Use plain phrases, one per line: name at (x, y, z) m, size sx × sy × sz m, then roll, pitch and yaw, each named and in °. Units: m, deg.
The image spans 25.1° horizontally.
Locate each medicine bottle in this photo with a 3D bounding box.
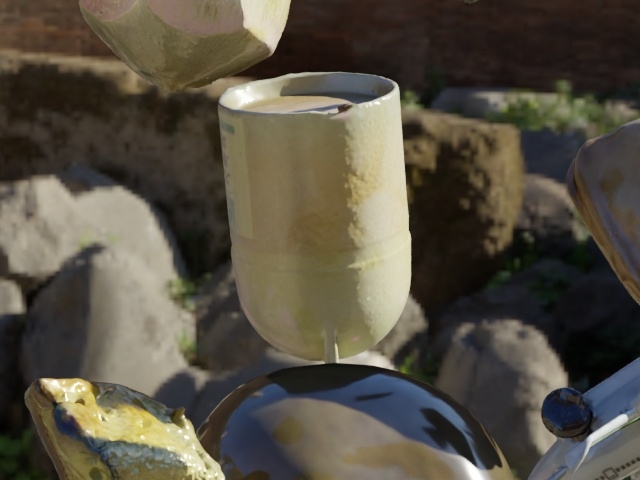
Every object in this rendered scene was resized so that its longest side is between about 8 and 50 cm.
medicine bottle at (0.000, 0.000, 1.879) m, size 0.236 × 0.406 × 0.235 m, roll -4°, pitch 18°, yaw 1°

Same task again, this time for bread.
bread at (-0.170, 0.214, 1.353) m, size 0.133 × 0.251 × 0.174 m, roll -30°, pitch 41°, yaw -20°

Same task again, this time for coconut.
coconut at (-0.140, -0.264, 1.458) m, size 0.227 × 0.230 × 0.227 m, roll 16°, pitch -4°, yaw 1°

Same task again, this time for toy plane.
toy plane at (0.250, 0.135, 1.122) m, size 0.101 × 0.255 × 0.251 m, roll 52°, pitch 10°, yaw 24°

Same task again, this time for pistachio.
pistachio at (0.408, -0.023, 1.651) m, size 0.213 × 0.260 × 0.163 m, roll -13°, pitch -20°, yaw -15°

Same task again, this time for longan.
longan at (0.035, 0.306, 1.619) m, size 0.405 × 0.336 × 0.404 m, roll 22°, pitch -11°, yaw 4°

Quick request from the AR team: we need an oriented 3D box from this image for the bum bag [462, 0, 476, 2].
bum bag at (0.242, -0.352, 1.807) m, size 0.049 × 0.087 × 0.198 m, roll 40°, pitch 41°, yaw 27°
